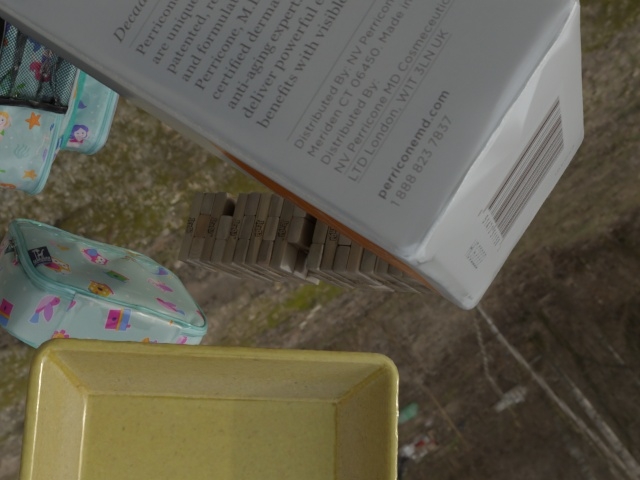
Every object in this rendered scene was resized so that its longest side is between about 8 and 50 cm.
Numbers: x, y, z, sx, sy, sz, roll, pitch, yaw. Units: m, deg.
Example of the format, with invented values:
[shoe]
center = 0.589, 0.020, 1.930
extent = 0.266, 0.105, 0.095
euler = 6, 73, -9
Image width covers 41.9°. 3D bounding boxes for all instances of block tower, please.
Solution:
[block tower]
center = 0.000, 0.000, 0.951
extent = 0.091, 0.336, 0.097
euler = 28, 71, -55

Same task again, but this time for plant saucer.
[plant saucer]
center = -0.101, 0.264, 0.759
extent = 0.333, 0.332, 0.081
euler = 4, 168, -10

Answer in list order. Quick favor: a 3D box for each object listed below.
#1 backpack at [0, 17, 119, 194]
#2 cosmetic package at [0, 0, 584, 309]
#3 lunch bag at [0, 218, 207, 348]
[backpack]
center = -0.336, -0.182, 0.943
extent = 0.191, 0.225, 0.253
euler = 14, 108, -36
[cosmetic package]
center = -0.058, -0.145, 0.584
extent = 0.161, 0.453, 0.230
euler = -57, 158, 0
[lunch bag]
center = -0.305, 0.071, 1.129
extent = 0.279, 0.224, 0.107
euler = 24, 104, -36
